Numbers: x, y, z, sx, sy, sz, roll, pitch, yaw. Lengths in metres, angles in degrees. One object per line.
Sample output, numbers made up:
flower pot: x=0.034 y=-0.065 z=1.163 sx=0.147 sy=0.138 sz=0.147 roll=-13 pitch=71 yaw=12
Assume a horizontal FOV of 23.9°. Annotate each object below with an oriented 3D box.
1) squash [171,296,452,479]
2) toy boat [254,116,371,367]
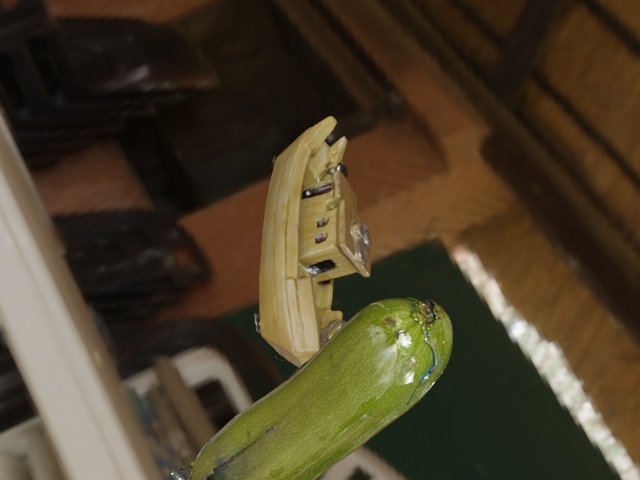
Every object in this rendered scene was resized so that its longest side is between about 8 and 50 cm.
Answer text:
squash: x=-0.006 y=0.084 z=0.707 sx=0.052 sy=0.183 sz=0.052 roll=31 pitch=38 yaw=-28
toy boat: x=0.000 y=0.000 z=1.054 sx=0.064 sy=0.072 sz=0.206 roll=52 pitch=32 yaw=-45
